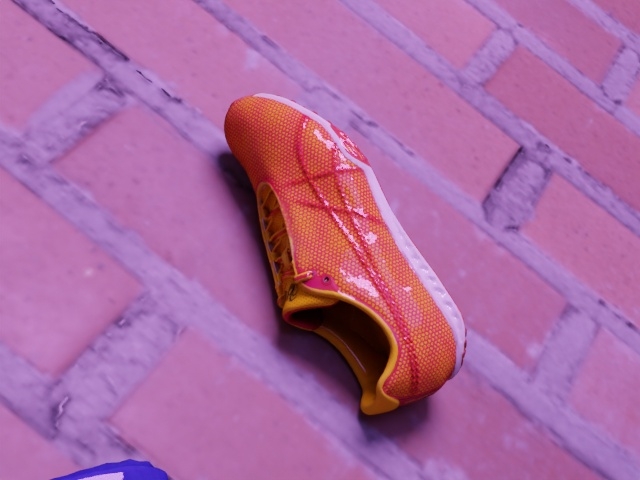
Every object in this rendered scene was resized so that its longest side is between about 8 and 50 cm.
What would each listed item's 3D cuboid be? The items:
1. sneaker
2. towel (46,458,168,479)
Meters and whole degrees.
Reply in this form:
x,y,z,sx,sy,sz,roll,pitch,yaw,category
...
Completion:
x,y,z,sx,sy,sz,roll,pitch,yaw,category
0.000,0.000,0.515,0.067,0.064,0.175,-24,68,-29,sneaker
-0.103,0.228,0.282,0.227,0.076,0.308,-10,62,-27,towel
